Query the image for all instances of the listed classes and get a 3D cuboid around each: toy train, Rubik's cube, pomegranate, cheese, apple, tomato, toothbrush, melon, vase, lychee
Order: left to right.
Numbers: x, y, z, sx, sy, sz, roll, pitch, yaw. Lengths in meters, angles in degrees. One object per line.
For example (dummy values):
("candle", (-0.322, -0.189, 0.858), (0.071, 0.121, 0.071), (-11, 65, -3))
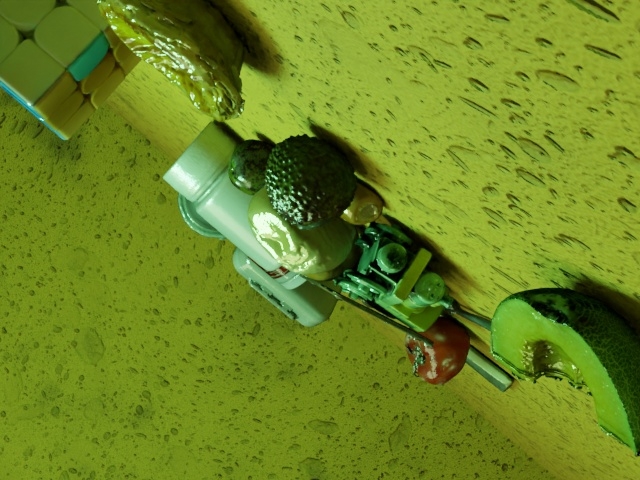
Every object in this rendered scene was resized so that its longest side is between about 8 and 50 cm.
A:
("Rubik's cube", (-0.542, -0.415, 1.518), (0.290, 0.291, 0.292), (40, 172, -1))
("vase", (-0.269, -0.138, 2.218), (0.245, 0.245, 0.291), (41, 164, -11))
("pomegranate", (-0.132, -0.148, 1.722), (0.163, 0.125, 0.138), (41, 160, -19))
("cheese", (-0.032, -0.039, 1.584), (0.226, 0.214, 0.117), (44, 129, 0))
("lychee", (-0.020, -0.105, 1.320), (0.171, 0.171, 0.171), (39, 173, 6))
("apple", (0.000, 0.000, 1.781), (0.182, 0.182, 0.155), (45, 175, -36))
("toy train", (0.164, 0.082, 1.576), (0.237, 0.150, 0.369), (31, 173, 1))
("tomato", (0.304, 0.278, 1.965), (0.187, 0.151, 0.187), (172, 90, -67))
("toothbrush", (0.345, 0.173, 1.621), (0.030, 0.030, 0.297), (55, 168, -26))
("melon", (0.347, 0.130, 1.017), (0.265, 0.129, 0.169), (36, 151, 53))

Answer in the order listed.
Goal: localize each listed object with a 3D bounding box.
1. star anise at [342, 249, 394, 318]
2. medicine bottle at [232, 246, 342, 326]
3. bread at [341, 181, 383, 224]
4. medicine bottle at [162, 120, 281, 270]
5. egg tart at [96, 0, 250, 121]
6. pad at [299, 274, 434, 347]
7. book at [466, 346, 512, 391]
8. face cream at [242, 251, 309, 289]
("star anise", (0.123, 0.102, 2.011), (0.332, 0.117, 0.331), (31, 174, 3))
("medicine bottle", (-0.093, 0.087, 2.465), (0.375, 0.282, 0.123), (41, 138, -20))
("bread", (0.013, -0.102, 1.464), (0.239, 0.074, 0.092), (35, 167, 36))
("medicine bottle", (-0.201, -0.111, 1.977), (0.371, 0.211, 0.211), (41, 173, -11))
("egg tart", (-0.208, -0.305, 1.182), (0.295, 0.116, 0.295), (39, 175, 4))
("pad", (0.102, 0.160, 1.827), (0.287, 0.018, 0.284), (29, 177, -21))
("book", (0.395, 0.311, 2.210), (0.352, 0.035, 0.239), (37, 175, 19))
("face cream", (-0.104, 0.012, 2.267), (0.187, 0.201, 0.201), (42, 173, -20))
